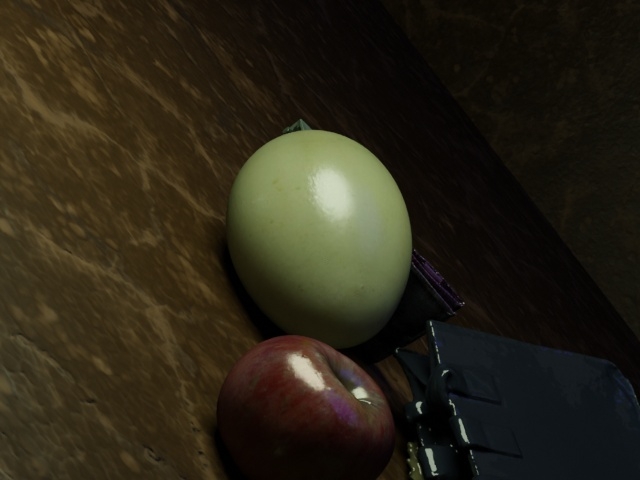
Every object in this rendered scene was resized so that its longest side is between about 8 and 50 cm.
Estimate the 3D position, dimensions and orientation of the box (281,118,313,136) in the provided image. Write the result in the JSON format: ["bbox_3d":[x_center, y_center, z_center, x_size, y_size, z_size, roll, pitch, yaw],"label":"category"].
[{"bbox_3d":[0.031,-0.038,2.002,0.211,0.045,0.270,42,17,-29],"label":"box"}]

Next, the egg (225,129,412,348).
[{"bbox_3d":[0.000,0.000,1.532,0.188,0.188,0.254,36,30,-44],"label":"egg"}]

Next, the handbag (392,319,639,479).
[{"bbox_3d":[0.234,0.251,1.602,0.329,0.122,0.303,16,41,-34],"label":"handbag"}]

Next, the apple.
[{"bbox_3d":[-0.015,0.152,1.244,0.153,0.120,0.153,40,15,-13],"label":"apple"}]

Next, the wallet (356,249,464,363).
[{"bbox_3d":[0.073,0.066,1.660,0.111,0.166,0.030,50,46,-4],"label":"wallet"}]
